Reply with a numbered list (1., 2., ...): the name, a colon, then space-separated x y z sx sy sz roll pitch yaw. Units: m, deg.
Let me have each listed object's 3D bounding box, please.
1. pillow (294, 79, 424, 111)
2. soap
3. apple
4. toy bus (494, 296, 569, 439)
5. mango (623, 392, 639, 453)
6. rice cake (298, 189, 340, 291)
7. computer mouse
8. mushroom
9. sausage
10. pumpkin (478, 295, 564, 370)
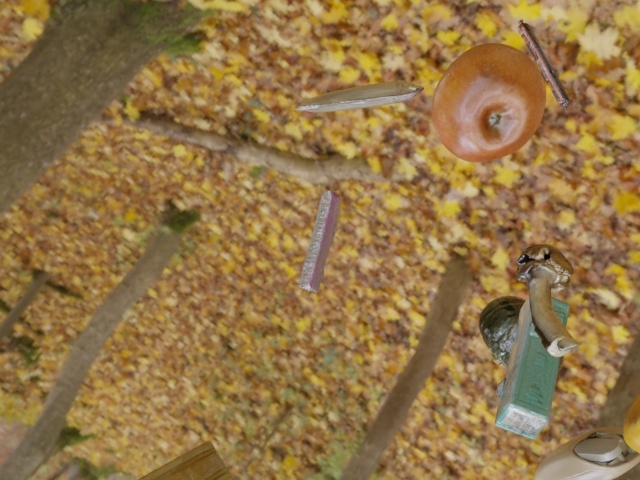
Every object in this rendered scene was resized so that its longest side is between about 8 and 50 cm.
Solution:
1. pillow: 0.067 -0.250 1.423 0.233 0.130 0.038 -7 106 9
2. soap: -0.268 0.468 1.573 0.092 0.037 0.252 57 -154 10
3. apple: 0.382 -0.306 1.847 0.251 0.272 0.206 43 -160 -13
4. toy bus: 0.372 0.212 1.416 0.091 0.261 0.109 19 144 4
5. mango: 0.372 0.141 0.718 0.141 0.217 0.102 -2 -116 -61
6. rice cake: 0.000 0.000 1.587 0.036 0.206 0.047 11 168 23
7. computer mouse: 0.491 0.405 1.505 0.082 0.145 0.236 61 146 15
8. mushroom: 0.247 0.067 0.862 0.061 0.187 0.060 28 121 -13
9. sausage: 0.439 -0.348 1.601 0.198 0.025 0.028 62 167 1
10. pumpkin: 0.444 0.222 1.806 0.211 0.152 0.211 53 -174 -8
